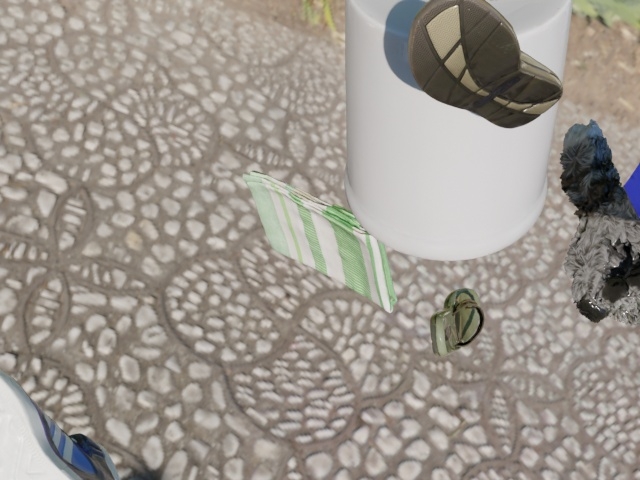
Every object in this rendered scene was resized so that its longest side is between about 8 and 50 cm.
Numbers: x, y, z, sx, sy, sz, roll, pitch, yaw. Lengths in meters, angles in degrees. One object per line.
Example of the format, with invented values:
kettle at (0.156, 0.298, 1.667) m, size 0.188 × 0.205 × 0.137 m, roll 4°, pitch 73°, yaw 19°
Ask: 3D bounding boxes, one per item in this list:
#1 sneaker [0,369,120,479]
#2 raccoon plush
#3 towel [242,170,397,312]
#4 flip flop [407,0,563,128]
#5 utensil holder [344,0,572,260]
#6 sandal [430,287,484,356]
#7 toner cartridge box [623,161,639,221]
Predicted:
sneaker at (-0.425, 0.316, 1.367) m, size 0.130 × 0.236 × 0.323 m, roll -42°, pitch 82°, yaw -6°
raccoon plush at (0.609, 0.003, 1.624) m, size 0.299 × 0.216 × 0.447 m, roll 23°, pitch 59°, yaw -34°
towel at (0.000, 0.000, 1.754) m, size 0.324 × 0.248 × 0.038 m, roll 25°, pitch 60°, yaw 33°
flip flop at (0.177, -0.198, 0.979) m, size 0.277 × 0.112 × 0.080 m, roll 14°, pitch 52°, yaw -52°
utensil holder at (0.189, -0.217, 1.337) m, size 0.327 × 0.386 × 0.328 m, roll -3°, pitch 47°, yaw 3°
sandal at (0.319, 0.187, 2.024) m, size 0.303 × 0.086 × 0.120 m, roll -31°, pitch 107°, yaw -65°
toner cartridge box at (0.595, -0.042, 1.198) m, size 0.347 × 0.075 × 0.165 m, roll -5°, pitch 58°, yaw -14°
